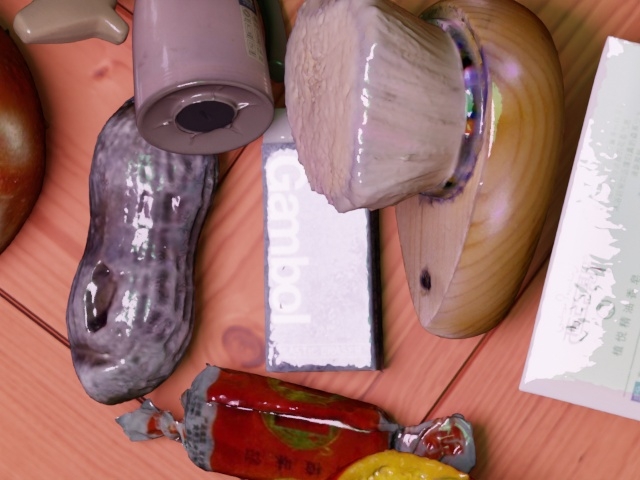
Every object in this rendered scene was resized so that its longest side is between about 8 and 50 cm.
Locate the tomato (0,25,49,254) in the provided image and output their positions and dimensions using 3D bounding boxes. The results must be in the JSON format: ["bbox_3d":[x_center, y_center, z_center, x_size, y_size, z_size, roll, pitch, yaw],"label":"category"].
[{"bbox_3d":[-0.369,-0.080,1.537,0.303,0.239,0.304,1,95,14],"label":"tomato"}]

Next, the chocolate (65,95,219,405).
[{"bbox_3d":[-0.141,0.008,1.567,0.110,0.110,0.248,13,92,10],"label":"chocolate"}]

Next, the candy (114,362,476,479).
[{"bbox_3d":[-0.021,0.153,1.562,0.292,0.059,0.086,9,114,10],"label":"candy"}]

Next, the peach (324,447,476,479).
[{"bbox_3d":[0.073,0.259,1.468,0.190,0.196,0.226,-31,123,-3],"label":"peach"}]

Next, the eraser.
[{"bbox_3d":[0.000,0.000,1.567,0.091,0.046,0.213,-2,91,11],"label":"eraser"}]

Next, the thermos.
[{"bbox_3d":[-0.084,-0.169,1.535,0.105,0.137,0.193,-39,48,43],"label":"thermos"}]

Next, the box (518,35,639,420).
[{"bbox_3d":[0.280,0.005,1.478,0.203,0.116,0.274,14,94,11],"label":"box"}]

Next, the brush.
[{"bbox_3d":[0.072,-0.054,1.468,0.166,0.174,0.267,-3,98,-25],"label":"brush"}]

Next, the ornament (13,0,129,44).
[{"bbox_3d":[-0.246,-0.258,1.545,0.244,0.061,0.230,20,53,-7],"label":"ornament"}]
